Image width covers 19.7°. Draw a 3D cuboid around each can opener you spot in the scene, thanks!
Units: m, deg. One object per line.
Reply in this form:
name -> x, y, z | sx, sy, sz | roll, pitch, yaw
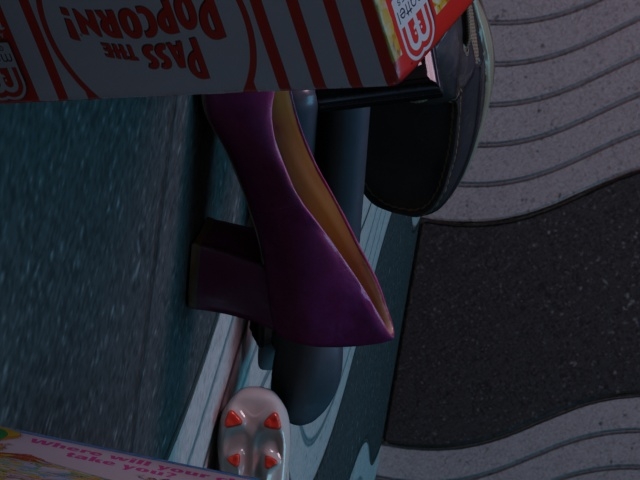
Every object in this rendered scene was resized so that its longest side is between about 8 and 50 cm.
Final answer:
can opener -> 0.000, 0.000, 1.209 | 0.093, 0.074, 0.280 | -125, -153, -42

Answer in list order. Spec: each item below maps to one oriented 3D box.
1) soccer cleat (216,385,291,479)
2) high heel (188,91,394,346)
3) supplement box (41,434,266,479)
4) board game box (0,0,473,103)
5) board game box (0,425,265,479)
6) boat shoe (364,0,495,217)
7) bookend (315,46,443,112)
soccer cleat -> -0.050, 0.196, 1.239 | 0.076, 0.068, 0.196 | 41, 57, -86
high heel -> -0.004, -0.050, 0.975 | 0.082, 0.117, 0.244 | -66, 166, -63
supplement box -> -0.052, 0.281, 0.772 | 0.194, 0.195, 0.356 | 71, 30, -77
board game box -> -0.003, -0.109, 0.548 | 0.193, 0.147, 0.045 | -50, 130, -43
board game box -> -0.060, 0.089, 0.557 | 0.103, 0.154, 0.026 | -36, 136, -80
boat shoe -> 0.048, -0.165, 1.317 | 0.130, 0.132, 0.355 | -54, 147, -52
bookend -> 0.022, -0.177, 0.983 | 0.157, 0.072, 0.156 | 86, -4, -65
